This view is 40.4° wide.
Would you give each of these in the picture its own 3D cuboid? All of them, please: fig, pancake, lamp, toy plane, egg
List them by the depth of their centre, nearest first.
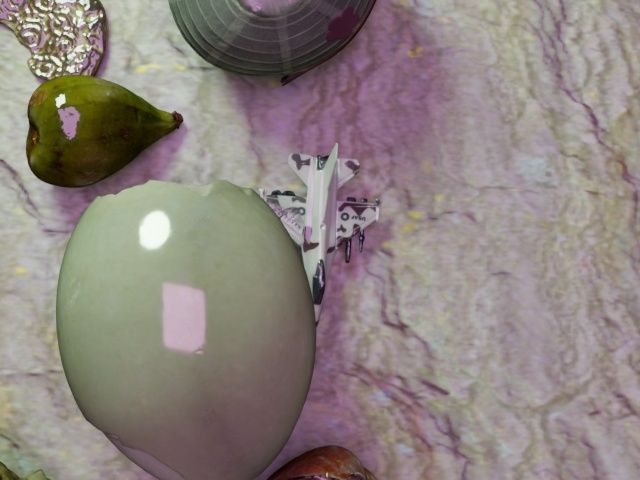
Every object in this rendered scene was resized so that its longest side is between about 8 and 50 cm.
[{"bbox_3d":[-0.143,0.108,0.953,0.278,0.278,0.336,-5,86,-7],"label":"egg"},{"bbox_3d":[-0.049,-0.314,1.024,0.233,0.233,0.265,43,104,-2],"label":"lamp"},{"bbox_3d":[-0.270,-0.132,1.057,0.126,0.185,0.133,-10,90,34],"label":"fig"},{"bbox_3d":[-0.004,-0.008,1.084,0.160,0.082,0.234,4,100,-16],"label":"toy plane"},{"bbox_3d":[-0.358,-0.260,1.086,0.184,0.020,0.190,-20,87,-8],"label":"pancake"}]

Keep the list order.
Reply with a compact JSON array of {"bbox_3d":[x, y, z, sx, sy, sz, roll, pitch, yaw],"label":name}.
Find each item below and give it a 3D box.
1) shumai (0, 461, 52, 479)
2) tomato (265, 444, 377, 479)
[{"bbox_3d":[-0.366,0.306,0.984,0.153,0.209,0.161,12,67,-37],"label":"shumai"},{"bbox_3d":[0.022,0.336,1.013,0.181,0.155,0.214,-27,97,14],"label":"tomato"}]
